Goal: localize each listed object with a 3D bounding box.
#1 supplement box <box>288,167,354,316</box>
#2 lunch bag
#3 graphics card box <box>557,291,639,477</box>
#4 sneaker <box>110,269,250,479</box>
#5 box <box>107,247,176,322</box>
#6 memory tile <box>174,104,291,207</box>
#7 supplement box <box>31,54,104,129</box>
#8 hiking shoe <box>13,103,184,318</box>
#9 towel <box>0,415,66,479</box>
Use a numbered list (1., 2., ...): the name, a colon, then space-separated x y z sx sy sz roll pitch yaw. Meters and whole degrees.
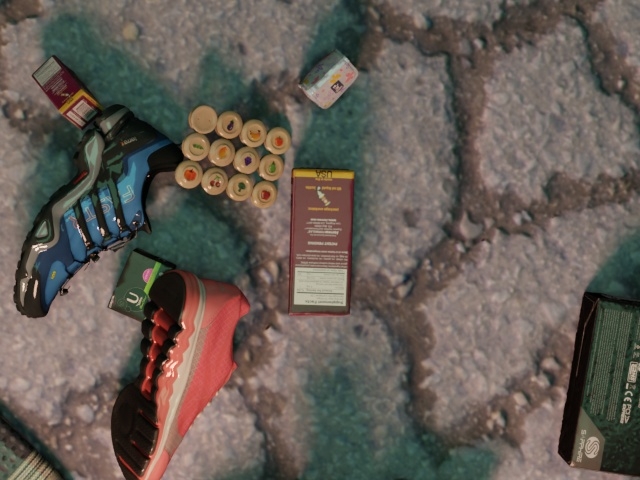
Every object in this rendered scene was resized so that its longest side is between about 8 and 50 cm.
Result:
1. supplement box: 0.000 0.000 1.617 0.081 0.104 0.188 1 94 -2
2. lunch bag: 0.010 -0.209 1.614 0.071 0.083 0.053 -45 93 1
3. graphics card box: 0.517 0.209 1.647 0.371 0.094 0.232 8 94 -3
4. sneaker: -0.173 0.192 1.624 0.136 0.116 0.313 6 111 -37
5. box: -0.235 0.060 1.642 0.062 0.052 0.083 23 94 -3
6. memory tile: -0.113 -0.110 1.623 0.148 0.012 0.113 14 92 -27
7. supplement box: -0.327 -0.191 1.605 0.043 0.055 0.083 -42 61 2
8. hiking shoe: -0.289 -0.022 1.605 0.132 0.113 0.304 29 93 -2
9. towel: -0.543 0.346 1.663 0.312 0.056 0.324 44 90 -6
